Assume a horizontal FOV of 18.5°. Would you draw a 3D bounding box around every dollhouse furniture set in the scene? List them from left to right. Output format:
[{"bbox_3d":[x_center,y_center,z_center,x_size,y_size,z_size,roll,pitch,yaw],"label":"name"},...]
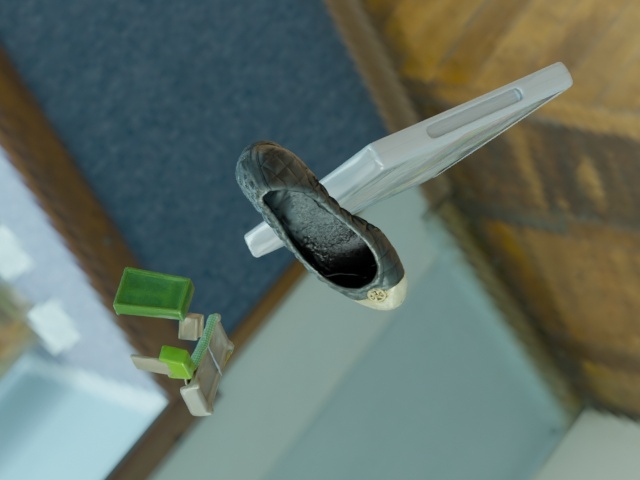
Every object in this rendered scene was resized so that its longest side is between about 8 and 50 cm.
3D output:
[{"bbox_3d":[-0.123,0.082,1.631,0.058,0.076,0.152,7,151,16],"label":"dollhouse furniture set"}]

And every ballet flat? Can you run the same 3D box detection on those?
[{"bbox_3d":[0.000,0.000,1.279,0.057,0.049,0.173,-29,131,21],"label":"ballet flat"}]

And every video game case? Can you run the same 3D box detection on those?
[{"bbox_3d":[0.060,-0.057,1.412,0.023,0.183,0.201,62,147,5],"label":"video game case"}]
